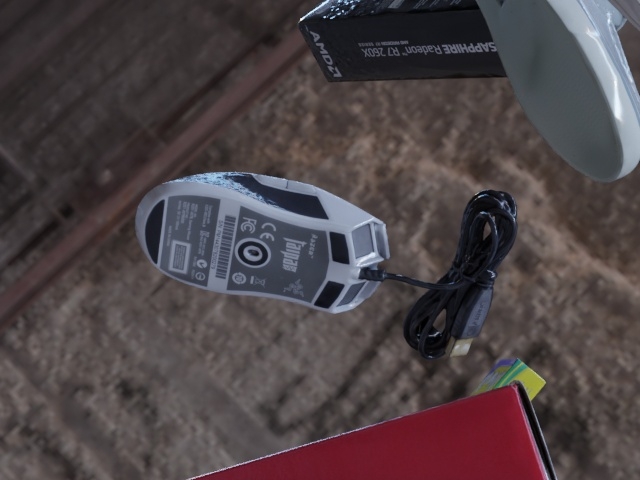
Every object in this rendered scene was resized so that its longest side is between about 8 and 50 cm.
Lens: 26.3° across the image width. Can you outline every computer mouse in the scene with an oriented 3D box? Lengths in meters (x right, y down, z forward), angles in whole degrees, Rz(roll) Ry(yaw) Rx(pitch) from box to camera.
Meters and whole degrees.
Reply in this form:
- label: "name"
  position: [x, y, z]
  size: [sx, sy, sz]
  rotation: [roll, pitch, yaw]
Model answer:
- label: "computer mouse"
  position: [0.000, 0.000, 0.720]
  size: [0.193, 0.042, 0.106]
  rotation: [14, -52, 0]

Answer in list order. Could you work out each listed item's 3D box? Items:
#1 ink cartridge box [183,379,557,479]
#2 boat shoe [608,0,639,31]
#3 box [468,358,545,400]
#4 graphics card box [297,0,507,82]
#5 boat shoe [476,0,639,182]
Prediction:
- label: "ink cartridge box"
  position: [-0.007, 0.201, 0.803]
  size: [0.272, 0.309, 0.130]
  rotation: [69, 4, -61]
- label: "boat shoe"
  position: [0.091, -0.127, 0.402]
  size: [0.277, 0.098, 0.096]
  rotation: [47, 27, -12]
- label: "box"
  position: [0.152, 0.201, 1.418]
  size: [0.043, 0.179, 0.105]
  rotation: [39, -7, 1]
- label: "graphics card box"
  position: [0.175, -0.275, 1.500]
  size: [0.371, 0.233, 0.094]
  rotation: [6, -44, 48]
- label: "boat shoe"
  position: [0.139, -0.145, 0.790]
  size: [0.228, 0.081, 0.079]
  rotation: [64, -23, 12]
